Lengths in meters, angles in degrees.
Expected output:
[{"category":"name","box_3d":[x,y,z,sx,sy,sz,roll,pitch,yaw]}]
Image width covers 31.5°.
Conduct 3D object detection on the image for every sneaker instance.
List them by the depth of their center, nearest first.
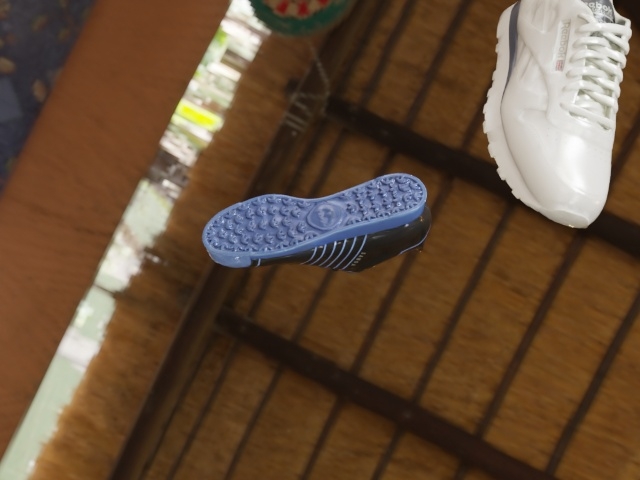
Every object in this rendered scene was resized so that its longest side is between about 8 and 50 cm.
[{"category":"sneaker","box_3d":[0.180,-0.116,0.820,0.095,0.090,0.235,-41,-144,44]},{"category":"sneaker","box_3d":[0.000,0.000,1.158,0.090,0.232,0.081,78,2,-50]}]
